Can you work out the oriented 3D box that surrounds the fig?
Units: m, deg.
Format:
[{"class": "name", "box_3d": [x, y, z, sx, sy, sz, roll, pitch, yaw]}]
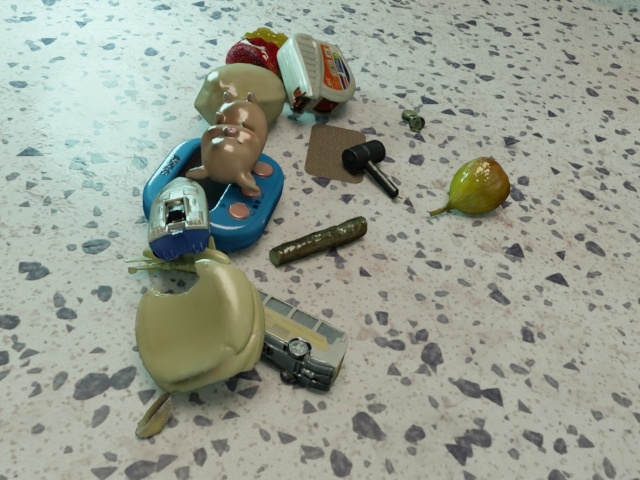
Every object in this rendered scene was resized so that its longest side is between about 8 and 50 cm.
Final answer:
[{"class": "fig", "box_3d": [0.407, -0.133, 1.789, 0.257, 0.159, 0.159, -28, 56, -14]}]

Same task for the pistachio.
[{"class": "pistachio", "box_3d": [-0.224, -0.417, 1.877, 0.226, 0.207, 0.332, -1, 16, 40]}]

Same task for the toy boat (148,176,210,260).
[{"class": "toy boat", "box_3d": [-0.313, -0.073, 1.402, 0.129, 0.088, 0.295, -14, 32, -4]}]

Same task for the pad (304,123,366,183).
[{"class": "pad", "box_3d": [0.049, -0.267, 1.916, 0.176, 0.002, 0.266, 11, 44, -3]}]

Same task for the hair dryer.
[{"class": "hair dryer", "box_3d": [0.171, -0.198, 1.834, 0.124, 0.071, 0.219, -22, 62, -33]}]

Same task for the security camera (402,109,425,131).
[{"class": "security camera", "box_3d": [0.303, -0.400, 2.087, 0.058, 0.058, 0.092, 1, 33, -13]}]

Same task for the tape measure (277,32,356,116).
[{"class": "tape measure", "box_3d": [-0.016, -0.514, 2.017, 0.265, 0.130, 0.258, 3, 61, -41]}]

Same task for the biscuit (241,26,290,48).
[{"class": "biscuit", "box_3d": [-0.164, -0.700, 2.280, 0.239, 0.041, 0.212, 13, 38, 0]}]

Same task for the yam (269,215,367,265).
[{"class": "yam", "box_3d": [0.000, 0.000, 1.597, 0.274, 0.061, 0.061, -19, 52, -28]}]

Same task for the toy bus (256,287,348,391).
[{"class": "toy bus", "box_3d": [-0.107, 0.193, 1.352, 0.343, 0.097, 0.138, 24, 38, 13]}]

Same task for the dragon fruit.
[{"class": "dragon fruit", "box_3d": [-0.183, -0.588, 2.099, 0.262, 0.189, 0.163, 40, 80, 20]}]

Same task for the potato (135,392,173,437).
[{"class": "potato", "box_3d": [-0.308, 0.332, 1.200, 0.093, 0.036, 0.037, -51, 25, -14]}]

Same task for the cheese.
[{"class": "cheese", "box_3d": [-0.236, 0.168, 1.238, 0.266, 0.127, 0.233, -17, 77, 17]}]

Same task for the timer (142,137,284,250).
[{"class": "timer", "box_3d": [-0.266, -0.121, 1.614, 0.309, 0.115, 0.340, 18, 44, 3]}]

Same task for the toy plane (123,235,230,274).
[{"class": "toy plane", "box_3d": [-0.306, 0.036, 1.410, 0.244, 0.092, 0.229, -3, 11, 26]}]

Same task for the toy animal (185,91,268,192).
[{"class": "toy animal", "box_3d": [-0.214, -0.238, 1.555, 0.166, 0.154, 0.250, 1, 50, 16]}]
